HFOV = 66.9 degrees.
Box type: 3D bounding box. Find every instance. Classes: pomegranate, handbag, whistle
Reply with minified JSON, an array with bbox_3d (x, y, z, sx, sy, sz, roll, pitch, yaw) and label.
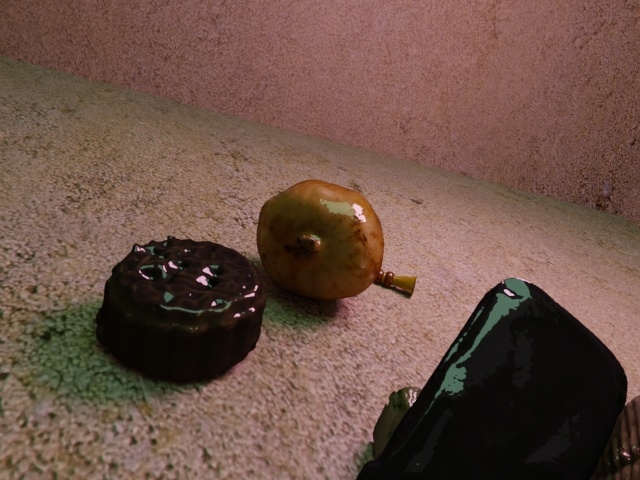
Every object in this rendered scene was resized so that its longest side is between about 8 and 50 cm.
[{"bbox_3d":[0.000,0.000,0.897,0.249,0.248,0.248,16,22,-6],"label":"pomegranate"},{"bbox_3d":[0.183,0.202,0.499,0.192,0.075,0.332,43,65,4],"label":"handbag"},{"bbox_3d":[0.158,0.080,1.069,0.109,0.046,0.057,17,36,13],"label":"whistle"}]

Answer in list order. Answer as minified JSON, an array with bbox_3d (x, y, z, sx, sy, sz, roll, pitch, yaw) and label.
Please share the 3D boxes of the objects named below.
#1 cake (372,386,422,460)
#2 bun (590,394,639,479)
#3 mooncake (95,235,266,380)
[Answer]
[{"bbox_3d":[0.187,0.265,0.575,0.236,0.100,0.099,17,24,-2],"label":"cake"},{"bbox_3d":[0.370,0.300,0.453,0.205,0.281,0.281,31,24,8],"label":"bun"},{"bbox_3d":[-0.189,0.084,0.682,0.229,0.124,0.228,15,24,-7],"label":"mooncake"}]
